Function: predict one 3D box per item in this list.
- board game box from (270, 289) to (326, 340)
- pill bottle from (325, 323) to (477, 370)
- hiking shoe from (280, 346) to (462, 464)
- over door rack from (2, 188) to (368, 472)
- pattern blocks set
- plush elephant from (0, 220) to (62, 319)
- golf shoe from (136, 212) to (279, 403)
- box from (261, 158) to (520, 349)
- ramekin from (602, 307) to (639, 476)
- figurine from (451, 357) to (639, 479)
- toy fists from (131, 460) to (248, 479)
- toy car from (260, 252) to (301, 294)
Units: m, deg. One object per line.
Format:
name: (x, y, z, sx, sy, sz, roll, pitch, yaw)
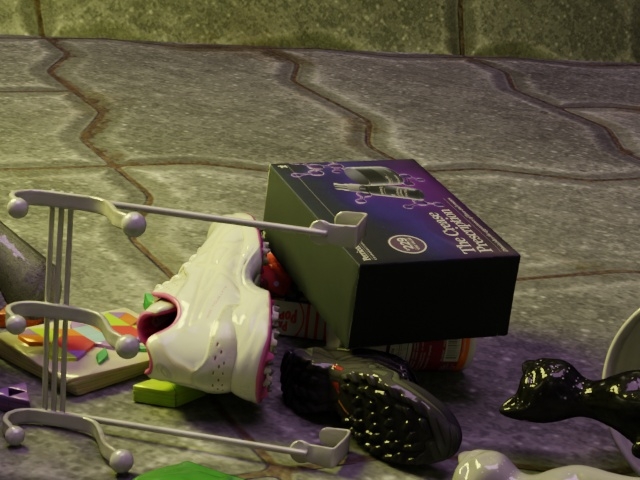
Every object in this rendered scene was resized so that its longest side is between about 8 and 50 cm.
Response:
board game box: (-0.039, 0.057, 1.686, 0.147, 0.045, 0.193, 8, 18, 6)
pill bottle: (0.086, 0.098, 1.536, 0.152, 0.086, 0.086, 2, 19, -13)
hiking shoe: (0.066, 0.146, 1.385, 0.114, 0.086, 0.227, -15, 26, -40)
over door rack: (-0.123, 0.083, 1.267, 0.324, 0.239, 0.108, 5, 16, -2)
pattern blocks set: (-0.238, 0.111, 1.489, 0.285, 0.026, 0.325, 16, 20, 28)
plush elephant: (-0.469, 0.020, 1.361, 0.330, 0.255, 0.272, 40, -2, 13)
golf shoe: (-0.120, 0.054, 1.475, 0.140, 0.115, 0.306, 1, 26, -7)
box: (0.067, 0.007, 1.509, 0.184, 0.103, 0.261, -6, 27, -22)
ramekin: (0.380, 0.141, 1.328, 0.207, 0.207, 0.109, 18, 12, 32)
figurine: (0.226, 0.190, 1.250, 0.209, 0.092, 0.215, 11, 41, 36)
toy fists: (-0.130, 0.245, 1.014, 0.279, 0.096, 0.142, -14, 16, -43)
toy car: (0.000, 0.000, 1.709, 0.239, 0.053, 0.225, -3, 20, -25)
